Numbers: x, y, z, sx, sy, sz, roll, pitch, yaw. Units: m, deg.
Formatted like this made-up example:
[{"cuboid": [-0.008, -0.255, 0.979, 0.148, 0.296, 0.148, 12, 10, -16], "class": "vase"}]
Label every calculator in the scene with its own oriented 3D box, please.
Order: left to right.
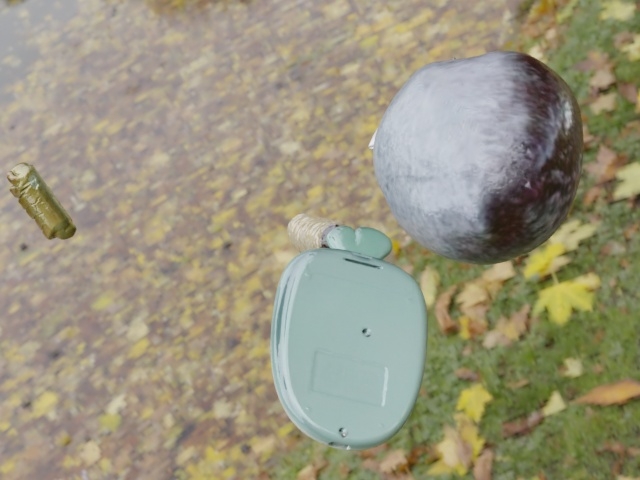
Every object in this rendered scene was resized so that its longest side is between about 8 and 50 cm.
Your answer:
[{"cuboid": [0.018, 0.052, 0.679, 0.095, 0.021, 0.153, 15, 56, -10], "class": "calculator"}]

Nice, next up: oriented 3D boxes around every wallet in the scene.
[{"cuboid": [0.089, -0.151, 1.512, 0.044, 0.011, 0.083, -34, 16, 33], "class": "wallet"}]

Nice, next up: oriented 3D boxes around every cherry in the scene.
[{"cuboid": [0.187, -0.103, 1.368, 0.255, 0.218, 0.296, -15, 47, 16], "class": "cherry"}]

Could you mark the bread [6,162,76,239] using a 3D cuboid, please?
[{"cuboid": [-0.272, -0.036, 1.115, 0.033, 0.088, 0.049, -35, 9, -1], "class": "bread"}]

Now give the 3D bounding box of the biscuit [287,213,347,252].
[{"cuboid": [0.000, 0.000, 1.451, 0.055, 0.061, 0.219, -31, 11, -7], "class": "biscuit"}]
